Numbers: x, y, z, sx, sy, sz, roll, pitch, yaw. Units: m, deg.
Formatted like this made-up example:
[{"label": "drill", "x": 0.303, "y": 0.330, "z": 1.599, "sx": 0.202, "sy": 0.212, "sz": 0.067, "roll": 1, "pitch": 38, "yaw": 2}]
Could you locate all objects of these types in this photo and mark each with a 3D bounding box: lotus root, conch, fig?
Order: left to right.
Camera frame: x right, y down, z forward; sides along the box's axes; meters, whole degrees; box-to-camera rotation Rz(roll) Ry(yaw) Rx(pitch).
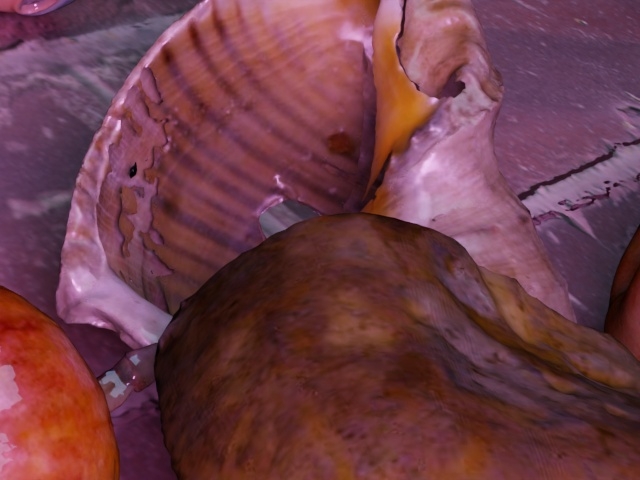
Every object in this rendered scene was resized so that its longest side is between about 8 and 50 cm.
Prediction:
[{"label": "fig", "x": -0.151, "y": 0.084, "z": 0.786, "sx": 0.149, "sy": 0.148, "sz": 0.202, "roll": 37, "pitch": 5, "yaw": -12}, {"label": "conch", "x": -0.004, "y": 0.007, "z": 0.999, "sx": 0.263, "sy": 0.186, "sz": 0.324, "roll": 12, "pitch": 56, "yaw": -17}, {"label": "lotus root", "x": 0.077, "y": 0.120, "z": 0.756, "sx": 0.267, "sy": 0.149, "sz": 0.260, "roll": 37, "pitch": 13, "yaw": -18}]

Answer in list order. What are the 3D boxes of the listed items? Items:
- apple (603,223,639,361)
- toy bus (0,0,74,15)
[{"label": "apple", "x": 0.266, "y": 0.044, "z": 1.193, "sx": 0.174, "sy": 0.188, "sz": 0.188, "roll": 23, "pitch": 27, "yaw": 0}, {"label": "toy bus", "x": -0.262, "y": -0.266, "z": 1.230, "sx": 0.288, "sy": 0.194, "sz": 0.232, "roll": 43, "pitch": 38, "yaw": 24}]
